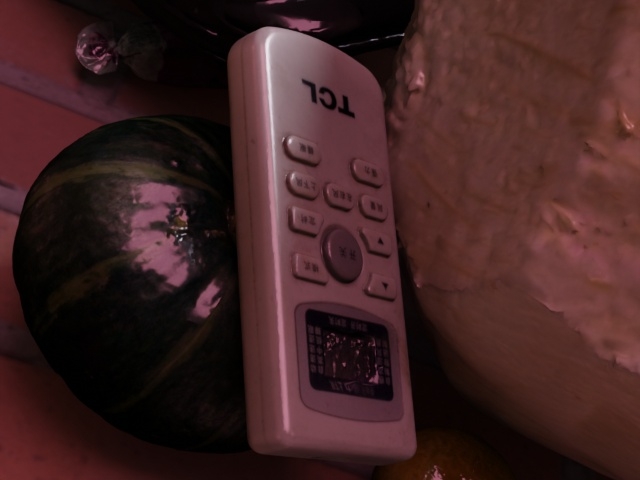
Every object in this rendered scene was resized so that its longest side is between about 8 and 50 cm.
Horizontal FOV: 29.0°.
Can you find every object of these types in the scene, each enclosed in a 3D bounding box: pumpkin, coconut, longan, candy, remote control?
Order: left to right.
[{"bbox_3d":[-0.063,0.018,0.579,0.167,0.125,0.167,15,66,-37],"label":"pumpkin"},{"bbox_3d":[-0.063,-0.113,0.749,0.175,0.043,0.045,-1,51,-23],"label":"candy"},{"bbox_3d":[0.000,0.000,0.536,0.087,0.029,0.190,17,61,-45],"label":"remote control"},{"bbox_3d":[0.060,0.124,0.584,0.075,0.083,0.075,0,91,-4],"label":"longan"},{"bbox_3d":[0.237,-0.048,0.579,0.344,0.415,0.415,-11,57,-53],"label":"coconut"}]

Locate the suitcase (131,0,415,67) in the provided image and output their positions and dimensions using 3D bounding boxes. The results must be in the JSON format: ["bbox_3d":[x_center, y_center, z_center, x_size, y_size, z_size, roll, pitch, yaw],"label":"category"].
[{"bbox_3d":[-0.013,-0.260,0.771,0.345,0.188,0.339,-22,48,-39],"label":"suitcase"}]
